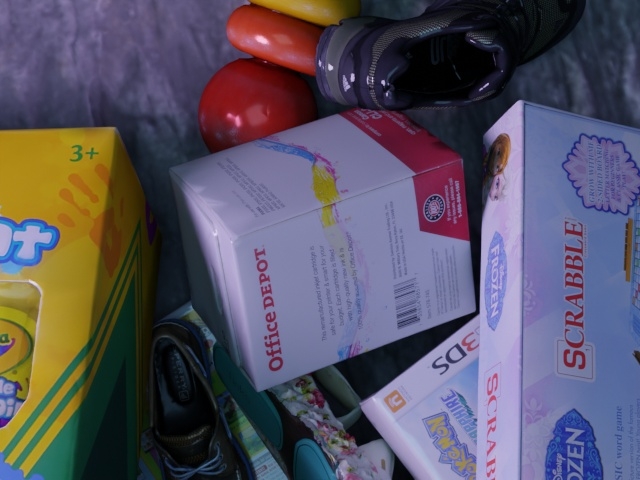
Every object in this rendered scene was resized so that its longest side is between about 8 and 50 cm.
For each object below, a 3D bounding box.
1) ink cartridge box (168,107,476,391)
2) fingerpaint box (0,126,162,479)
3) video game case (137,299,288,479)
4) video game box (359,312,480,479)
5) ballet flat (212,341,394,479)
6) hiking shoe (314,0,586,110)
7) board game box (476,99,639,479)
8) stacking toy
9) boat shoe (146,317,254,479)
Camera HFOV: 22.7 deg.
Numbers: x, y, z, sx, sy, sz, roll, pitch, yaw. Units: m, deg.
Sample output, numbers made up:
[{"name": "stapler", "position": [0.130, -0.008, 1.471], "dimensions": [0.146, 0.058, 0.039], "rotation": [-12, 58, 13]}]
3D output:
[{"name": "ink cartridge box", "position": [0.000, 0.000, 1.124], "dimensions": [0.176, 0.127, 0.128], "rotation": [-19, 122, -19]}, {"name": "fingerpaint box", "position": [-0.352, 0.120, 1.064], "dimensions": [0.444, 0.163, 0.371], "rotation": [0, 62, 7]}, {"name": "video game case", "position": [-0.129, 0.187, 1.224], "dimensions": [0.227, 0.026, 0.206], "rotation": [-33, 90, 2]}, {"name": "video game box", "position": [0.162, 0.138, 1.114], "dimensions": [0.187, 0.048, 0.205], "rotation": [-37, 84, -15]}, {"name": "ballet flat", "position": [0.006, 0.142, 1.133], "dimensions": [0.077, 0.091, 0.241], "rotation": [-18, 57, -24]}, {"name": "hiking shoe", "position": [0.114, -0.134, 1.144], "dimensions": [0.227, 0.114, 0.086], "rotation": [-23, 123, -24]}, {"name": "board game box", "position": [0.262, 0.087, 1.090], "dimensions": [0.318, 0.066, 0.319], "rotation": [12, 64, -17]}, {"name": "stacking toy", "position": [-0.007, -0.207, 1.178], "dimensions": [0.141, 0.141, 0.330], "rotation": [20, 98, 1]}, {"name": "boat shoe", "position": [-0.096, 0.149, 1.175], "dimensions": [0.066, 0.066, 0.183], "rotation": [-20, 90, 3]}]
